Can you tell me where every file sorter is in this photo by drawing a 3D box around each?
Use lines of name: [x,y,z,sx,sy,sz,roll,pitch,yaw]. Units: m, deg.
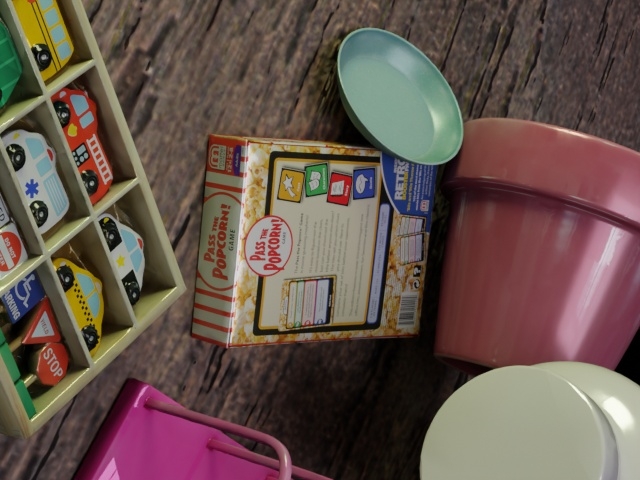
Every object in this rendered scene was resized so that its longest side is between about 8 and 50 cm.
file sorter: [-0.031,0.263,1.031,0.291,0.182,0.202,40,70,-40]

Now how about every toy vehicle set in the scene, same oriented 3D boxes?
toy vehicle set: [-0.180,-0.035,0.902,0.166,0.035,0.266,-46,130,-42]

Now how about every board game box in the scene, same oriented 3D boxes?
board game box: [0.000,0.000,1.102,0.194,0.045,0.146,1,98,-43]

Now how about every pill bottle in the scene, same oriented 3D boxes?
pill bottle: [0.194,0.197,1.060,0.323,0.182,0.181,40,71,-52]

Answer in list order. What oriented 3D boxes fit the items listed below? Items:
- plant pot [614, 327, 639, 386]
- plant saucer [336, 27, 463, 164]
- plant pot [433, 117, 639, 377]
plant pot: [0.278,0.158,1.324,0.167,0.167,0.165,-55,137,-21]
plant saucer: [0.054,-0.103,1.118,0.119,0.021,0.119,23,49,-29]
plant pot: [0.175,0.025,1.161,0.201,0.201,0.180,26,79,-43]
